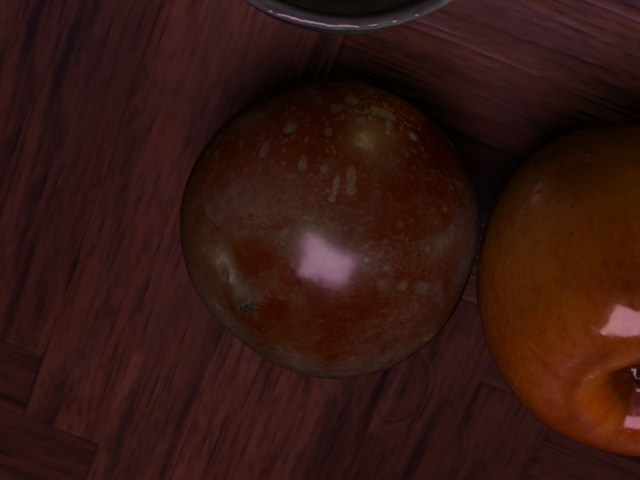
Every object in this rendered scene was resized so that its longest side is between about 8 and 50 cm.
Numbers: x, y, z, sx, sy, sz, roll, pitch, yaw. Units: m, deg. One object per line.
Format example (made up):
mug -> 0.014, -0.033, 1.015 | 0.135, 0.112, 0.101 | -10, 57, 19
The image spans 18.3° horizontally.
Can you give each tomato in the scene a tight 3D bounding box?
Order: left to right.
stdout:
tomato -> 0.000, 0.000, 1.758 | 0.270, 0.222, 0.270 | 18, 125, 28

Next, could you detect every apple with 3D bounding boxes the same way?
apple -> 0.275, 0.049, 1.732 | 0.299, 0.275, 0.299 | 3, 126, 4

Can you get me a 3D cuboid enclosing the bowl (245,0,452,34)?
bowl -> 0.019, -0.288, 1.620 | 0.289, 0.146, 0.289 | 0, 79, -1
